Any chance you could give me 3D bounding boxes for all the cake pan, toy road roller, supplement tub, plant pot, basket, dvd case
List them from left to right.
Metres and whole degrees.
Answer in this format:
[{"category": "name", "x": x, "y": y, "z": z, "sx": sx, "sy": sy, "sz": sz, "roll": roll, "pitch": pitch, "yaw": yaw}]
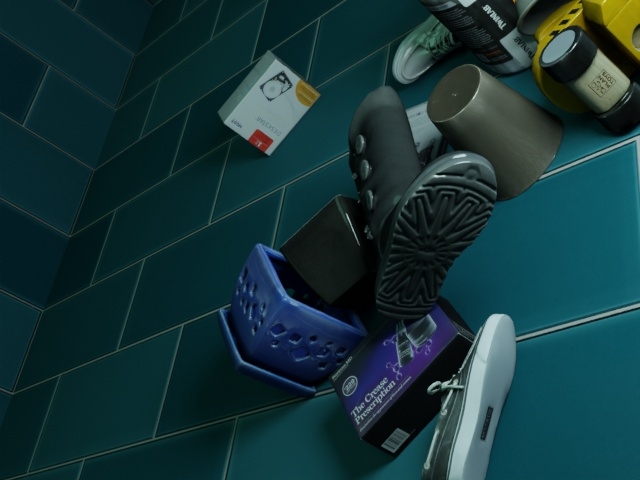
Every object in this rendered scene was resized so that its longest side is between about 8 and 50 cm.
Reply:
[{"category": "plant pot", "x": -0.075, "y": 0.179, "z": 1.815, "sx": 0.212, "sy": 0.236, "sz": 0.236, "roll": -53, "pitch": 32, "yaw": 14}, {"category": "plant pot", "x": 0.063, "y": 0.042, "z": 1.793, "sx": 0.187, "sy": 0.188, "sz": 0.167, "roll": -41, "pitch": 59, "yaw": 26}, {"category": "dvd case", "x": 0.200, "y": -0.197, "z": 1.845, "sx": 0.179, "sy": 0.029, "sz": 0.238, "roll": -14, "pitch": 48, "yaw": 48}, {"category": "supplement tub", "x": 0.332, "y": -0.517, "z": 1.789, "sx": 0.207, "sy": 0.338, "sz": 0.207, "roll": -33, "pitch": 40, "yaw": 32}, {"category": "basket", "x": 0.322, "y": -0.219, "z": 1.642, "sx": 0.204, "sy": 0.227, "sz": 0.154, "roll": -54, "pitch": 33, "yaw": 2}, {"category": "cake pan", "x": 0.492, "y": -0.490, "z": 1.625, "sx": 0.293, "sy": 0.293, "sz": 0.054, "roll": -32, "pitch": 77, "yaw": 33}, {"category": "toy road roller", "x": 0.525, "y": -0.380, "z": 1.554, "sx": 0.329, "sy": 0.202, "sz": 0.240, "roll": -48, "pitch": 22, "yaw": 15}]

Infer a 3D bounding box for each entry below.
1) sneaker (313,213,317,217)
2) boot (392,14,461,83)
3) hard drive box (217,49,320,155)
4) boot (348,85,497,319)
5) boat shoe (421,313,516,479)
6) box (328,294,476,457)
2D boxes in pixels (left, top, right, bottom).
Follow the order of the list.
[{"category": "sneaker", "x": 0.000, "y": 0.000, "z": 2.038, "sx": 0.070, "sy": 0.051, "sz": 0.134, "roll": -2, "pitch": 64, "yaw": 50}, {"category": "boot", "x": 0.279, "y": -0.474, "z": 2.045, "sx": 0.258, "sy": 0.095, "sz": 0.123, "roll": -52, "pitch": 26, "yaw": 4}, {"category": "hard drive box", "x": -0.145, "y": -0.388, "z": 2.451, "sx": 0.232, "sy": 0.181, "sz": 0.089, "roll": -49, "pitch": 34, "yaw": 12}, {"category": "boot", "x": 0.163, "y": -0.136, "z": 1.583, "sx": 0.445, "sy": 0.146, "sz": 0.367, "roll": -94, "pitch": 22, "yaw": -46}, {"category": "boat shoe", "x": 0.240, "y": 0.264, "z": 1.429, "sx": 0.105, "sy": 0.113, "sz": 0.306, "roll": 5, "pitch": 74, "yaw": 38}, {"category": "box", "x": 0.156, "y": 0.231, "z": 1.582, "sx": 0.261, "sy": 0.103, "sz": 0.184, "roll": -49, "pitch": 30, "yaw": 10}]
